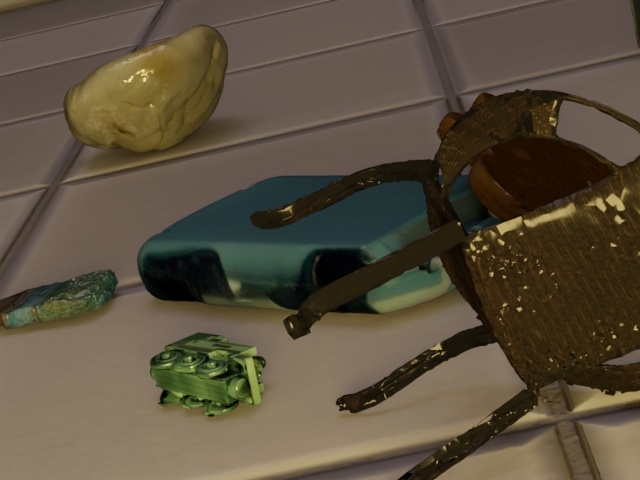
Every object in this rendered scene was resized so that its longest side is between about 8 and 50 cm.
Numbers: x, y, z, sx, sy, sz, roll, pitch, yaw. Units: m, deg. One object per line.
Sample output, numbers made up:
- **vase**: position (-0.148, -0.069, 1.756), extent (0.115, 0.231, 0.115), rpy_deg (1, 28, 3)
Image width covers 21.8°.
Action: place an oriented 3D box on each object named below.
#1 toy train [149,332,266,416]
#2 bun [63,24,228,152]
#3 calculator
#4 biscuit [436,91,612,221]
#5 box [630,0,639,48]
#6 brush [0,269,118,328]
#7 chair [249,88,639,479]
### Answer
- **toy train**: position (-0.063, 0.078, 0.975), extent (0.053, 0.033, 0.083), rpy_deg (-23, 19, -40)
- **bun**: position (-0.167, -0.144, 1.678), extent (0.183, 0.102, 0.183), rpy_deg (-27, 4, 2)
- **calculator**: position (0.000, 0.000, 1.152), extent (0.293, 0.051, 0.173), rpy_deg (2, 23, 44)
- **biscuit**: position (0.137, -0.041, 1.097), extent (0.138, 0.031, 0.205), rpy_deg (32, 20, 0)
- **box**: position (0.404, -0.259, 1.552), extent (0.225, 0.129, 0.086), rpy_deg (-13, 17, 3)
- **brush**: position (-0.247, 0.053, 1.226), extent (0.196, 0.021, 0.070), rpy_deg (-10, 15, 12)
- **chair**: position (0.087, 0.021, 0.817), extent (0.213, 0.174, 0.149), rpy_deg (-23, 20, 5)
